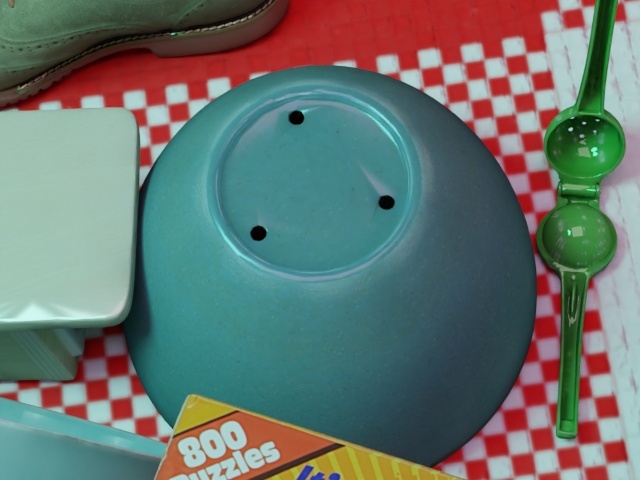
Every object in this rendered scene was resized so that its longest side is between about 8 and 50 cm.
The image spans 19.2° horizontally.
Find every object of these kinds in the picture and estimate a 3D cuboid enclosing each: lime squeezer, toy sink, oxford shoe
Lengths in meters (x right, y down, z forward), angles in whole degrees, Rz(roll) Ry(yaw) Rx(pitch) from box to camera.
[{"bbox_3d":[0.185,-0.026,1.289,0.058,0.110,0.310,3,98,-13],"label":"lime squeezer"},{"bbox_3d":[-0.226,0.008,1.276,0.234,0.131,0.153,-3,68,7],"label":"toy sink"},{"bbox_3d":[-0.197,-0.186,1.352,0.348,0.130,0.123,-15,68,-3],"label":"oxford shoe"}]

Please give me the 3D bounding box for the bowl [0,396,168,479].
[{"bbox_3d":[-0.225,0.174,1.139,0.311,0.311,0.163,15,86,9],"label":"bowl"}]

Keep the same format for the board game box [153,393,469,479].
[{"bbox_3d":[0.037,0.352,0.957,0.356,0.356,0.356,17,60,3],"label":"board game box"}]

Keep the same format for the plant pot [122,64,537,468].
[{"bbox_3d":[0.000,0.000,1.232,0.290,0.195,0.290,-1,68,3],"label":"plant pot"}]
